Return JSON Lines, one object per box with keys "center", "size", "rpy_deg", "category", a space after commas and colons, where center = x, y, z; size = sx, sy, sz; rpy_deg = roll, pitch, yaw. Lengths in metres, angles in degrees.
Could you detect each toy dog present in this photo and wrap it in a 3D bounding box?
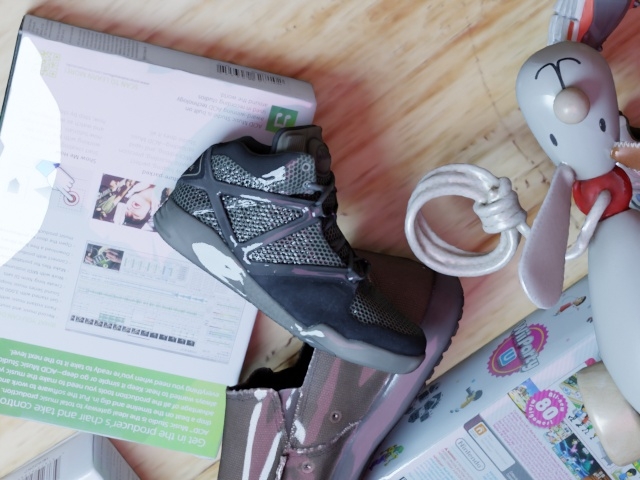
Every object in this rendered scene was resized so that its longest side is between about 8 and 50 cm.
{"center": [0.229, 0.031, 1.332], "size": [0.334, 0.161, 0.220], "rpy_deg": [44, 101, -8], "category": "toy dog"}

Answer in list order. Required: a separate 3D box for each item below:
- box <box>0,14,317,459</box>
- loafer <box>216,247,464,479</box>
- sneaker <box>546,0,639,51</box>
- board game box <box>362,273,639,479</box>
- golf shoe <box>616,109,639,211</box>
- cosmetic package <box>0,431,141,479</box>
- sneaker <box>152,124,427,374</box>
{"center": [-0.155, 0.004, 1.439], "size": [0.232, 0.058, 0.322], "rpy_deg": [13, 109, -10], "category": "box"}
{"center": [-0.028, 0.159, 1.465], "size": [0.130, 0.134, 0.366], "rpy_deg": [31, 89, -9], "category": "loafer"}
{"center": [0.217, -0.177, 1.393], "size": [0.065, 0.061, 0.158], "rpy_deg": [5, 112, -13], "category": "sneaker"}
{"center": [0.211, 0.180, 1.517], "size": [0.303, 0.097, 0.224], "rpy_deg": [-35, 110, 10], "category": "board game box"}
{"center": [0.302, -0.060, 1.444], "size": [0.176, 0.069, 0.086], "rpy_deg": [4, 106, -7], "category": "golf shoe"}
{"center": [-0.170, 0.281, 1.536], "size": [0.117, 0.085, 0.231], "rpy_deg": [-30, 113, 8], "category": "cosmetic package"}
{"center": [0.000, 0.000, 1.353], "size": [0.227, 0.087, 0.130], "rpy_deg": [36, 105, 6], "category": "sneaker"}
